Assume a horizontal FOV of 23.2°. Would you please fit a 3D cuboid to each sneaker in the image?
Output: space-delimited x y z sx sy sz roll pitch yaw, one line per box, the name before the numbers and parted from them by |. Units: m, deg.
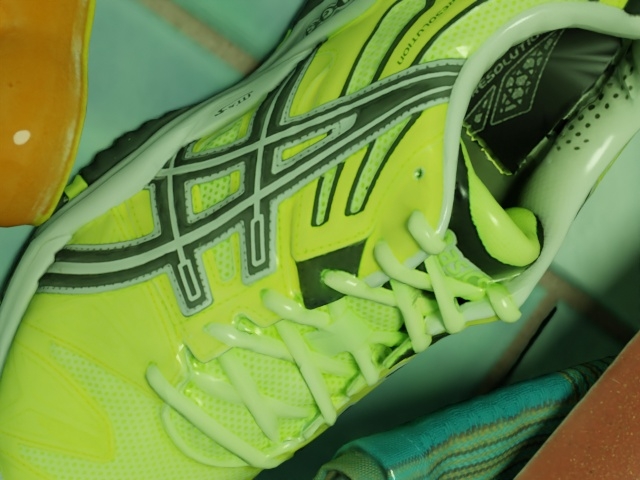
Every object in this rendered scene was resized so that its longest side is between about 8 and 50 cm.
sneaker | 0.000 0.000 0.631 0.145 0.147 0.385 38 94 -32

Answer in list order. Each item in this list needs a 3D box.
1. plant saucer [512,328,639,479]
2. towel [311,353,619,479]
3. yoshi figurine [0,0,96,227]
plant saucer | 0.197 0.133 0.742 0.259 0.047 0.258 -46 133 -18
towel | 0.134 0.177 0.761 0.370 0.040 0.271 -11 117 -38
yoshi figurine | -0.265 -0.054 0.474 0.362 0.203 0.204 17 110 -25
